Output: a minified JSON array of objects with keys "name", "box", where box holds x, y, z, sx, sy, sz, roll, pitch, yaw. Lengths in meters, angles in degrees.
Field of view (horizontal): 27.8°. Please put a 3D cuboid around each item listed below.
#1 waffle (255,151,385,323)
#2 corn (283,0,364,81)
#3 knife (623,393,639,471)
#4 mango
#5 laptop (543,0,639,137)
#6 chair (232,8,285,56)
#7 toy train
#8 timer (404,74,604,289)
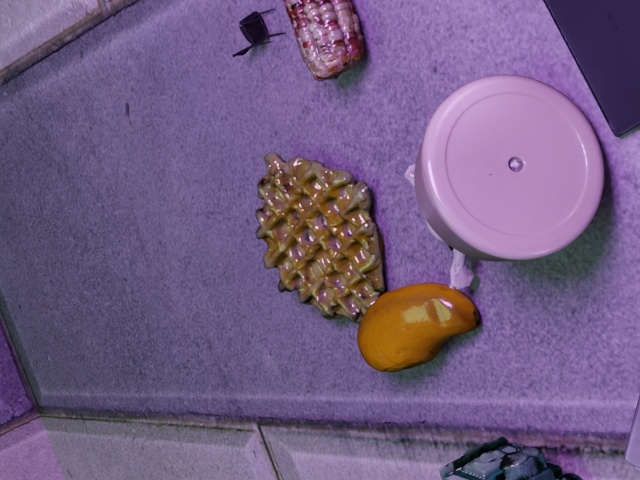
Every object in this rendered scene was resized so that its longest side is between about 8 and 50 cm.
[{"name":"waffle","box":[0.001,-0.001,1.611,0.204,0.054,0.223,14,122,40]},{"name":"corn","box":[-0.016,-0.293,1.431,0.079,0.079,0.237,-21,90,59]},{"name":"knife","box":[0.339,0.127,1.205,0.073,0.041,0.265,32,136,27]},{"name":"mango","box":[0.104,0.100,1.505,0.098,0.075,0.190,45,142,-8]},{"name":"laptop","box":[0.258,-0.192,1.139,0.180,0.016,0.129,63,148,4]},{"name":"chair","box":[-0.082,-0.256,1.586,0.086,0.037,0.042,-13,111,54]},{"name":"toy train","box":[0.243,0.350,1.435,0.154,0.115,0.269,1,111,65]},{"name":"timer","box":[0.153,-0.044,1.300,0.175,0.175,0.266,63,165,5]}]
